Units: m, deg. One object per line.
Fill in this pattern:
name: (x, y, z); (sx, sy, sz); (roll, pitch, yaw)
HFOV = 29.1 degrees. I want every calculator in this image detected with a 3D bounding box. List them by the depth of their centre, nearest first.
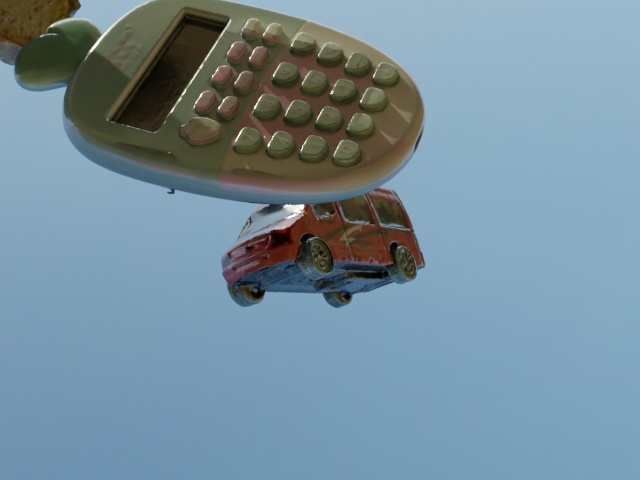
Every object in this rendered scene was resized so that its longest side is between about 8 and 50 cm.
calculator: (-0.073, -0.104, 0.877); (0.298, 0.041, 0.185); (13, -131, 13)

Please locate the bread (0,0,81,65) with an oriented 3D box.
bread: (-0.321, -0.265, 1.113); (0.222, 0.096, 0.181); (18, -101, -39)

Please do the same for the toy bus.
toy bus: (0.000, 0.000, 0.973); (0.195, 0.081, 0.089); (4, -113, -55)
